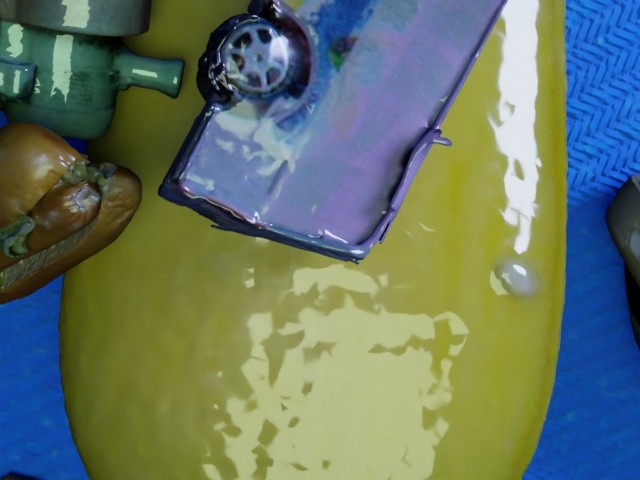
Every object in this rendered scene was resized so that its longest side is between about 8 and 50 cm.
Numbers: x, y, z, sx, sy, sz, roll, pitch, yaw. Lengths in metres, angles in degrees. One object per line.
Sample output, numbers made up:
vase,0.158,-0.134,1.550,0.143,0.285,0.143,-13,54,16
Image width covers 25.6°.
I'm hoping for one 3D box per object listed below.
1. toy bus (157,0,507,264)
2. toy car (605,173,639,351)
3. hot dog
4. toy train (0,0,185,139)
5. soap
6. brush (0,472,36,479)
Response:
toy bus,0.033,-0.138,0.760,0.138,0.112,0.317,28,88,-8
toy car,0.277,0.067,0.925,0.257,0.101,0.124,33,106,-15
hot dog,-0.193,-0.002,0.815,0.100,0.249,0.068,28,61,-29
toy train,-0.174,-0.189,0.777,0.221,0.150,0.304,8,106,-3
soap,0.000,-0.001,0.860,0.306,0.115,0.427,8,88,-2
brush,-0.241,0.173,0.968,0.170,0.014,0.043,17,105,-9
